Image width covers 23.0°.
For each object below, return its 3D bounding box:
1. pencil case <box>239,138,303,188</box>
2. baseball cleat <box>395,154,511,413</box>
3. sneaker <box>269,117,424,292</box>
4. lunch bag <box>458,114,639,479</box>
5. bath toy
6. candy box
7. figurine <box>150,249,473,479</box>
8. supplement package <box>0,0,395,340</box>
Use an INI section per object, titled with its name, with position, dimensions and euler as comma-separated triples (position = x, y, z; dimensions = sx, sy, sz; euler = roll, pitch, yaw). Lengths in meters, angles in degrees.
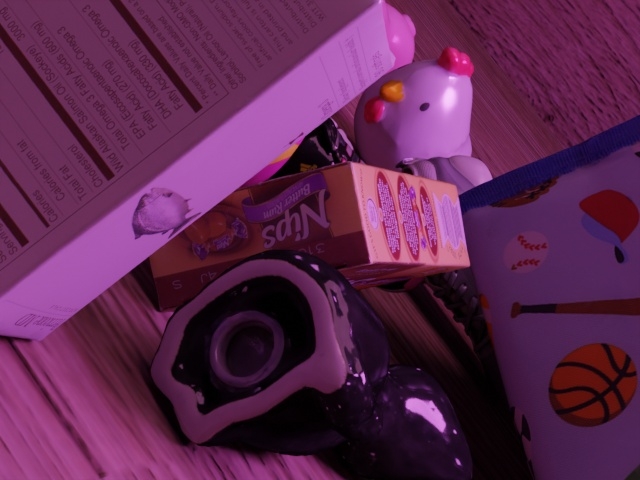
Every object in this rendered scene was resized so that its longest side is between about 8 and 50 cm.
[pencil case]
position = -0.091, -0.103, 0.826
dimensions = 0.104, 0.104, 0.236
euler = 57, 17, 26
[baseball cleat]
position = 0.097, 0.035, 1.126
dimensions = 0.109, 0.072, 0.206
euler = -2, 61, -26
[sneaker]
position = 0.007, -0.033, 1.016
dimensions = 0.170, 0.063, 0.075
euler = 53, 14, 32
[lunch bag]
position = 0.283, 0.141, 1.004
dimensions = 0.385, 0.239, 0.328
euler = 48, 25, -48
[bath toy]
position = 0.019, -0.194, 1.316
dimensions = 0.151, 0.129, 0.348
euler = -9, 52, -33
[candy box]
position = 0.000, 0.000, 0.799
dimensions = 0.187, 0.109, 0.053
euler = 0, 78, -71
[figurine]
position = 0.045, 0.124, 0.706
dimensions = 0.215, 0.092, 0.209
euler = 59, 13, 28
[supplement package]
position = -0.075, -0.059, 0.567
dimensions = 0.105, 0.179, 0.105
euler = 52, 1, 7
